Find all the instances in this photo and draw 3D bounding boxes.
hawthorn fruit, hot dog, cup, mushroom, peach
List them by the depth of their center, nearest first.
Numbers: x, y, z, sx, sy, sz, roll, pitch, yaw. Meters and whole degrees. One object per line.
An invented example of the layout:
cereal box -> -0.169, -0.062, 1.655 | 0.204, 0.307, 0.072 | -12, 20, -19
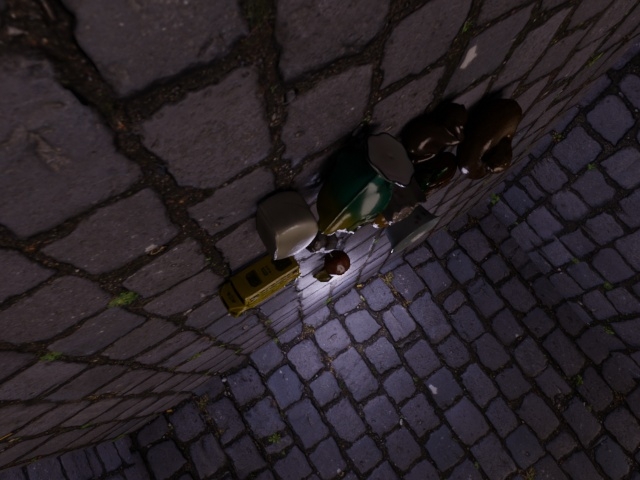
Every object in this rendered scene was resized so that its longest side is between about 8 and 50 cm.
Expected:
mushroom -> 0.694, -0.419, 1.683 | 0.345, 0.239, 0.345 | -48, -179, 1
hot dog -> 0.493, -0.287, 1.827 | 0.272, 0.122, 0.196 | -33, -169, -11
peach -> 0.308, -0.132, 1.958 | 0.179, 0.103, 0.179 | -35, 164, -11
hawthorn fruit -> 0.081, 0.121, 2.168 | 0.149, 0.149, 0.189 | -39, 165, 15
cup -> 0.516, -0.088, 2.404 | 0.347, 0.163, 0.347 | -32, 164, -11

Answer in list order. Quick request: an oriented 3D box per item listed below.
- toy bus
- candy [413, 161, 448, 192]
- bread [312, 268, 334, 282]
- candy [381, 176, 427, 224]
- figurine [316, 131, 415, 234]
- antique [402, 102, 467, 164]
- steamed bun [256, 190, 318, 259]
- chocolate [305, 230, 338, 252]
toy bus -> -0.244, 0.161, 1.615 | 0.330, 0.144, 0.152 | -32, 165, -13
candy -> 0.425, -0.270, 1.699 | 0.141, 0.203, 0.078 | -26, 120, -6
bread -> 0.077, 0.184, 2.454 | 0.233, 0.088, 0.160 | -37, 169, 16
candy -> 0.314, -0.186, 1.664 | 0.137, 0.195, 0.185 | -23, 165, -21
figurine -> 0.113, -0.163, 1.278 | 0.340, 0.231, 0.324 | -43, -169, 44
antique -> 0.392, -0.376, 1.394 | 0.256, 0.121, 0.143 | -27, 155, 0
steamed bun -> -0.101, -0.048, 1.278 | 0.164, 0.147, 0.242 | -25, 163, -18
chocolate -> 0.000, 0.000, 1.710 | 0.110, 0.110, 0.248 | -41, 166, 20
